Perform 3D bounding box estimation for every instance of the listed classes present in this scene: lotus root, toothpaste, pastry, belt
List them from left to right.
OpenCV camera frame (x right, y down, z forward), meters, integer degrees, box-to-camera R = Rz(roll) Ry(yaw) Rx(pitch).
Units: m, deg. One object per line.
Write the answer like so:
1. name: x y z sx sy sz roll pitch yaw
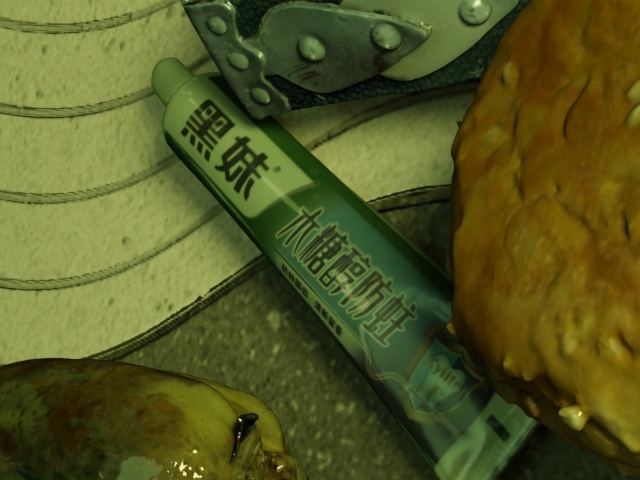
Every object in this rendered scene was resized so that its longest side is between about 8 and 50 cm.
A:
1. lotus root: -0.142 0.155 1.092 0.275 0.152 0.160 0 89 42
2. toothpaste: 0.000 0.000 1.065 0.099 0.061 0.392 -54 53 15
3. belt: 0.044 -0.142 1.027 0.218 0.128 0.122 -5 39 38
4. pastry: 0.200 -0.020 0.815 0.284 0.184 0.315 -63 29 4
